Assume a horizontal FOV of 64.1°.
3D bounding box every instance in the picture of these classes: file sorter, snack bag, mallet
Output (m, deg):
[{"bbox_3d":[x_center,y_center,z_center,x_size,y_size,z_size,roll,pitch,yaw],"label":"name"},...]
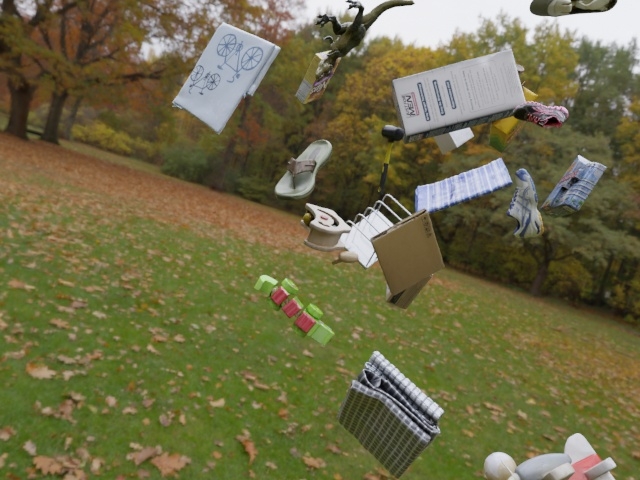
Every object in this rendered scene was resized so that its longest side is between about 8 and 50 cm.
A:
[{"bbox_3d":[0.246,-0.048,2.243,0.193,0.278,0.173,45,-33,16],"label":"file sorter"},{"bbox_3d":[-0.318,-0.531,1.674,0.323,0.342,0.037,37,5,37],"label":"snack bag"},{"bbox_3d":[0.176,-0.221,1.395,0.039,0.189,0.062,1,25,-29],"label":"mallet"}]

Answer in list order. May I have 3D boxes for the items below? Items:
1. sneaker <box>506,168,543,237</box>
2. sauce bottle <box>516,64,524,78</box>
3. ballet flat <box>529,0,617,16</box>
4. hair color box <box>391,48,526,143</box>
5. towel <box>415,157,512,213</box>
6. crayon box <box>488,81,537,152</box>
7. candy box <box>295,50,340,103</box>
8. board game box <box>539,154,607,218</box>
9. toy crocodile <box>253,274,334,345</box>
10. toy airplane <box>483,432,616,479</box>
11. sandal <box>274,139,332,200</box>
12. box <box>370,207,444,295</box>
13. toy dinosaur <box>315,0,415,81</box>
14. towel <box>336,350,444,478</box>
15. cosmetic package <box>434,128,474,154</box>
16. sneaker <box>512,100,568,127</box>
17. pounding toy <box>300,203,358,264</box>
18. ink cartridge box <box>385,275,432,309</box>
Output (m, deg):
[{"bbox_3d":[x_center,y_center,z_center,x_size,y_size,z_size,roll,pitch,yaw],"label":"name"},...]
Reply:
[{"bbox_3d":[0.857,-0.154,2.185,0.131,0.296,0.112,-12,0,17],"label":"sneaker"},{"bbox_3d":[0.672,-0.555,1.803,0.042,0.042,0.128,17,-37,1],"label":"sauce bottle"},{"bbox_3d":[0.665,-0.624,1.341,0.213,0.072,0.068,-4,45,9],"label":"ballet flat"},{"bbox_3d":[0.397,-0.417,1.500,0.347,0.173,0.105,-13,-4,4],"label":"hair color box"},{"bbox_3d":[0.497,-0.191,1.823,0.336,0.040,0.243,-20,21,20],"label":"towel"},{"bbox_3d":[0.807,-0.509,2.155,0.081,0.202,0.318,41,5,17],"label":"crayon box"},{"bbox_3d":[-0.010,-0.597,1.873,0.053,0.186,0.109,45,44,10],"label":"candy box"},{"bbox_3d":[0.752,-0.170,1.508,0.060,0.194,0.194,33,-1,7],"label":"board game box"},{"bbox_3d":[-0.094,0.248,1.846,0.340,0.115,0.105,45,6,1],"label":"toy crocodile"},{"bbox_3d":[0.565,0.644,1.330,0.272,0.386,0.384,37,27,31],"label":"toy airplane"},{"bbox_3d":[-0.060,-0.229,1.578,0.120,0.302,0.086,6,-42,24],"label":"sandal"},{"bbox_3d":[0.229,0.034,1.332,0.201,0.164,0.021,64,-5,-36],"label":"box"},{"bbox_3d":[0.067,-0.468,1.120,0.118,0.268,0.064,24,38,-52],"label":"toy dinosaur"},{"bbox_3d":[0.164,0.450,1.285,0.121,0.283,0.235,-33,61,-33],"label":"towel"},{"bbox_3d":[0.445,-0.362,1.724,0.060,0.099,0.239,-28,3,34],"label":"cosmetic package"},{"bbox_3d":[0.503,-0.284,1.176,0.119,0.057,0.047,11,-37,22],"label":"sneaker"},{"bbox_3d":[0.000,0.000,1.682,0.154,0.154,0.269,6,25,-30],"label":"pounding toy"},{"bbox_3d":[0.318,0.100,1.861,0.088,0.193,0.234,21,38,-8],"label":"ink cartridge box"}]
